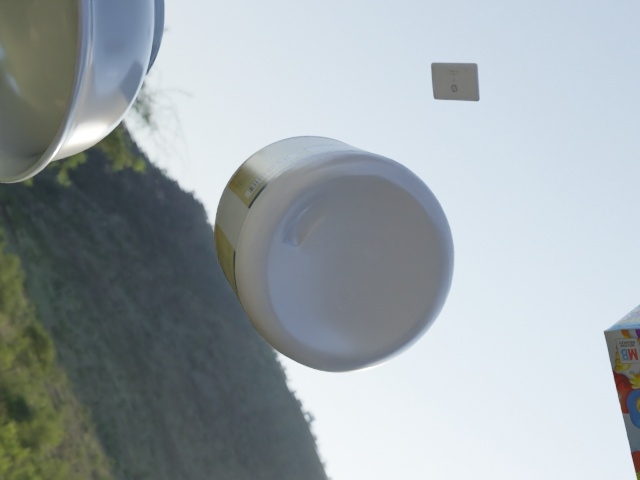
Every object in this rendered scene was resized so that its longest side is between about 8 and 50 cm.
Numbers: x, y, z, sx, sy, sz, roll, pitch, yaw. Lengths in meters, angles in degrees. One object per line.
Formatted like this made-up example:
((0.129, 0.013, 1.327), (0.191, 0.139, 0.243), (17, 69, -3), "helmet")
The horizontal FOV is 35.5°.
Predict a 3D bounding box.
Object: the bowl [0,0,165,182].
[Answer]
((-0.230, -0.201, 0.871), (0.298, 0.134, 0.297), (9, -78, 45), "bowl")

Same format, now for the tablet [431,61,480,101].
((0.189, -0.223, 1.409), (0.083, 0.006, 0.054), (12, -65, 47), "tablet")

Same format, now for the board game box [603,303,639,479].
((0.370, 0.091, 0.828), (0.144, 0.275, 0.142), (-8, -79, 42), "board game box")

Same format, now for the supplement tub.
((0.000, 0.000, 1.131), (0.316, 0.228, 0.228), (-138, -150, -74), "supplement tub")
